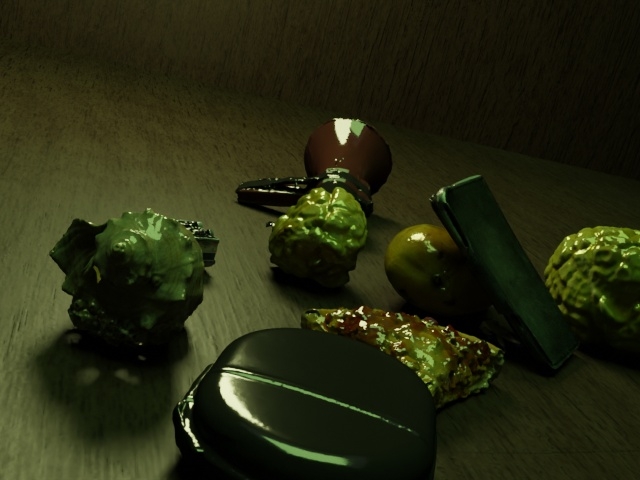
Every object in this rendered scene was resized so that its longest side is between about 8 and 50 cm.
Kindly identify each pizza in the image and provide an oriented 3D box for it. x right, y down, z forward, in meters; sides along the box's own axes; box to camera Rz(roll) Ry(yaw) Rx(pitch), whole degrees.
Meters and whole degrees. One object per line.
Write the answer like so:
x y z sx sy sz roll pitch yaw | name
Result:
0.112 0.143 1.110 0.289 0.082 0.229 15 16 -6 | pizza

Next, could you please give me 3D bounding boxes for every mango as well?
0.211 0.049 1.428 0.261 0.130 0.167 11 24 -44 | mango

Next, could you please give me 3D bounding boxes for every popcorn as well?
0.511 0.088 1.468 0.251 0.206 0.236 17 -3 -41 | popcorn
-0.008 -0.007 1.392 0.142 0.174 0.173 31 5 -35 | popcorn

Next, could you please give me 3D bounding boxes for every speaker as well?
-0.003 -0.131 1.769 0.259 0.198 0.329 29 25 1 | speaker

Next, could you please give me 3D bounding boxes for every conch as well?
-0.215 0.046 1.026 0.178 0.163 0.245 37 -8 17 | conch

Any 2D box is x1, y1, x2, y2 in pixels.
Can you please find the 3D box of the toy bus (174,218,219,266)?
-0.197 0.005 1.332 0.052 0.058 0.102 4 15 -32 | toy bus

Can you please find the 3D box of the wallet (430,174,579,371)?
0.284 0.049 1.347 0.318 0.045 0.172 59 32 6 | wallet

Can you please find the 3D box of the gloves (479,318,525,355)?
0.276 0.150 1.338 0.064 0.026 0.086 -2 28 -43 | gloves

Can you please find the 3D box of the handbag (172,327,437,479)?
-0.007 0.177 0.866 0.253 0.093 0.308 17 16 5 | handbag
